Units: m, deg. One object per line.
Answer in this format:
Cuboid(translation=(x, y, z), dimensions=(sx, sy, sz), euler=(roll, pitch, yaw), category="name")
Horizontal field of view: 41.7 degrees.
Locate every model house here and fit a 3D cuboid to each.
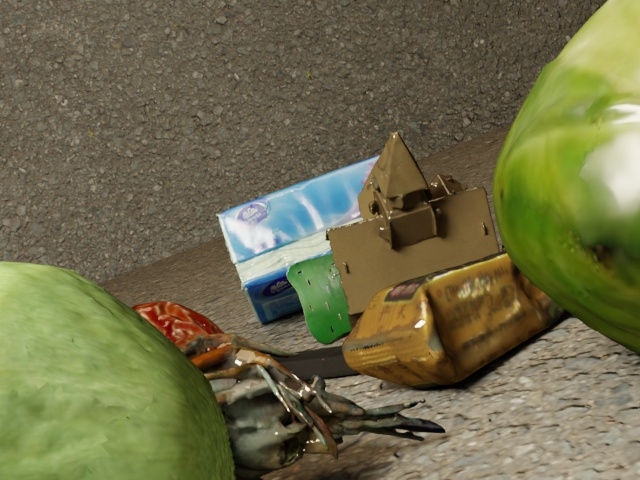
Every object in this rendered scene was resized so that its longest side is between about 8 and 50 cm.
Cuboid(translation=(0.042, 0.054, 1.108), dimensions=(0.167, 0.117, 0.088), euler=(-25, 5, -10), category="model house")
Cuboid(translation=(0.089, -0.037, 0.930), dimensions=(0.180, 0.248, 0.176), euler=(-15, 47, -3), category="model house")

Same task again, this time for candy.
Cuboid(translation=(0.162, 0.064, 0.825), dimensions=(0.271, 0.101, 0.143), euler=(-18, -1, -34), category="candy")

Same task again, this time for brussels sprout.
Cuboid(translation=(0.289, -0.037, 0.573), dimensions=(0.276, 0.315, 0.371), euler=(-47, 22, -15), category="brussels sprout")

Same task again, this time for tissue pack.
Cuboid(translation=(0.000, 0.000, 1.252), dimensions=(0.263, 0.146, 0.198), euler=(-20, -19, -4), category="tissue pack")

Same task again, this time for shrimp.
Cuboid(translation=(-0.090, 0.159, 0.630), dimensions=(0.372, 0.172, 0.137), euler=(12, 17, -2), category="shrimp")

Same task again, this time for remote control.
Cuboid(translation=(-0.018, 0.144, 0.975), dimensions=(0.245, 0.025, 0.063), euler=(-14, 7, 35), category="remote control")

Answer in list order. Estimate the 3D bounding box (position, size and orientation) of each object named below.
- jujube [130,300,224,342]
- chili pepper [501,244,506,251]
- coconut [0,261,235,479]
Cuboid(translation=(-0.157, 0.153, 0.856), dimensions=(0.168, 0.168, 0.236), euler=(-23, 24, -20), category="jujube")
Cuboid(translation=(0.335, -0.014, 0.911), dimensions=(0.368, 0.092, 0.137), euler=(-12, 12, 38), category="chili pepper")
Cuboid(translation=(-0.203, 0.154, 0.407), dimensions=(0.328, 0.281, 0.328), euler=(-6, -23, -3), category="coconut")
